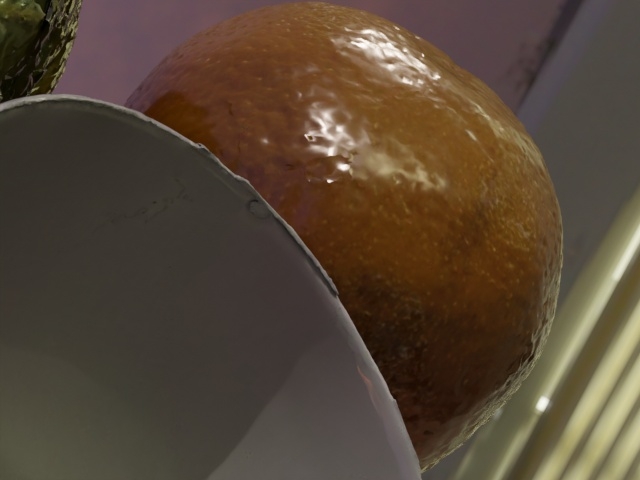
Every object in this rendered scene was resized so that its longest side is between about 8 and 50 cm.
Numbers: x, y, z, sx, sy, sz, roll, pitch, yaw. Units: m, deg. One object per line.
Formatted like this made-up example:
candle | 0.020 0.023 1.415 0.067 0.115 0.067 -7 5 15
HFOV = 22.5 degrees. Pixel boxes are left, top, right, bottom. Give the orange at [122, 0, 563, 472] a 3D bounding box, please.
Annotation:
orange | 0.000 0.000 0.833 0.264 0.264 0.264 -61 -5 -9

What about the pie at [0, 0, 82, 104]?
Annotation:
pie | -0.196 -0.036 0.721 0.277 0.078 0.277 -40 7 6

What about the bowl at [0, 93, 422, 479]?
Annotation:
bowl | -0.088 0.108 0.540 0.143 0.287 0.287 -24 15 28
